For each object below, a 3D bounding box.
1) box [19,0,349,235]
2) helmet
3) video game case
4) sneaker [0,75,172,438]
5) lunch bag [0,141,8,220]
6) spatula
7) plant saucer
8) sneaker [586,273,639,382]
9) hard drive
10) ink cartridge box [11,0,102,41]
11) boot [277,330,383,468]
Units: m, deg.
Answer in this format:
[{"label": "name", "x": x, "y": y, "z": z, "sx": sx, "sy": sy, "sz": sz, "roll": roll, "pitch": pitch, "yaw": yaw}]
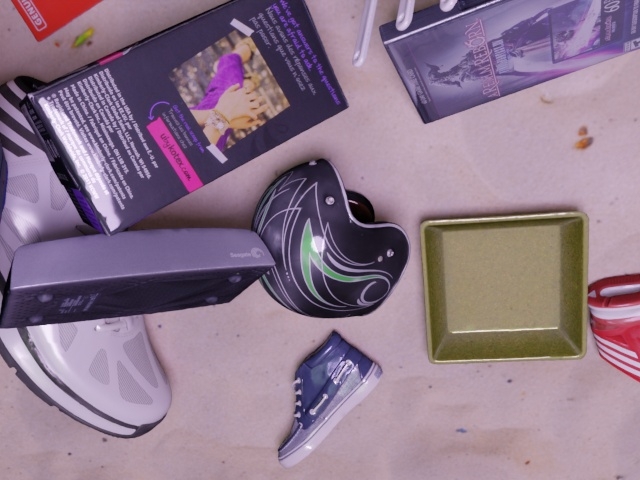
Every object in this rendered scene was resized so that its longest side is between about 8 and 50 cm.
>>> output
[{"label": "box", "x": -0.138, "y": -0.135, "z": 0.785, "sx": 0.270, "sy": 0.165, "sz": 0.143, "roll": -30, "pitch": 108, "yaw": -19}, {"label": "helmet", "x": 0.000, "y": 0.000, "z": 0.878, "sx": 0.161, "sy": 0.169, "sz": 0.169, "roll": 23, "pitch": 114, "yaw": -26}, {"label": "video game case", "x": 0.211, "y": -0.204, "z": 0.775, "sx": 0.274, "sy": 0.196, "sz": 0.026, "roll": -19, "pitch": 71, "yaw": 13}, {"label": "sneaker", "x": -0.262, "y": 0.015, "z": 0.918, "sx": 0.257, "sy": 0.169, "sz": 0.448, "roll": -30, "pitch": 103, "yaw": 19}, {"label": "lunch bag", "x": -0.470, "y": -0.019, "z": 0.634, "sx": 0.385, "sy": 0.328, "sz": 0.239, "roll": 5, "pitch": 79, "yaw": -19}, {"label": "spatula", "x": 0.089, "y": -0.276, "z": 0.712, "sx": 0.019, "sy": 0.242, "sz": 0.168, "roll": 23, "pitch": 156, "yaw": -29}, {"label": "plant saucer", "x": 0.217, "y": 0.052, "z": 0.940, "sx": 0.188, "sy": 0.045, "sz": 0.189, "roll": -3, "pitch": 111, "yaw": 8}, {"label": "sneaker", "x": 0.430, "y": 0.099, "z": 0.924, "sx": 0.221, "sy": 0.087, "sz": 0.128, "roll": -4, "pitch": 120, "yaw": 22}, {"label": "hard drive", "x": -0.192, "y": 0.038, "z": 0.813, "sx": 0.254, "sy": 0.172, "sz": 0.054, "roll": -5, "pitch": 73, "yaw": -27}, {"label": "ink cartridge box", "x": -0.292, "y": -0.381, "z": 0.827, "sx": 0.238, "sy": 0.060, "sz": 0.275, "roll": -26, "pitch": 106, "yaw": 15}, {"label": "boot", "x": -0.011, "y": 0.205, "z": 1.024, "sx": 0.086, "sy": 0.069, "sz": 0.190, "roll": 42, "pitch": 102, "yaw": -2}]
